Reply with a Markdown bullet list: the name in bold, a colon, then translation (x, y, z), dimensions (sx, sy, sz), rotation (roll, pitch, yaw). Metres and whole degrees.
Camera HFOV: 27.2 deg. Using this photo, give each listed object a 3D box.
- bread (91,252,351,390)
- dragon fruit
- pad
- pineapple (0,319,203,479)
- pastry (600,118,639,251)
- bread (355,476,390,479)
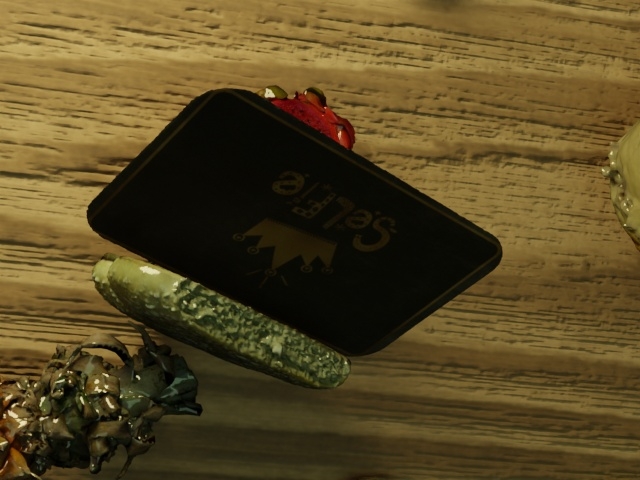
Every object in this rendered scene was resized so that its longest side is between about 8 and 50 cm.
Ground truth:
- **bread**: translation (-0.111, 0.080, 1.302), dimensions (0.286, 0.207, 0.056), rotation (30, 79, -35)
- **dragon fruit**: translation (-0.059, -0.063, 1.333), dimensions (0.207, 0.150, 0.133), rotation (-37, 78, 6)
- **pad**: translation (0.001, -0.001, 1.262), dimensions (0.375, 0.063, 0.315), rotation (27, 129, -29)
- **pineapple**: translation (-0.256, 0.168, 1.289), dimensions (0.271, 0.262, 0.263), rotation (-18, 103, -22)
- **pastry**: translation (0.422, -0.044, 1.422), dimensions (0.256, 0.170, 0.237), rotation (-13, 85, -40)
- **bread**: translation (0.096, 0.391, 1.395), dimensions (0.316, 0.054, 0.316), rotation (13, 55, -20)
